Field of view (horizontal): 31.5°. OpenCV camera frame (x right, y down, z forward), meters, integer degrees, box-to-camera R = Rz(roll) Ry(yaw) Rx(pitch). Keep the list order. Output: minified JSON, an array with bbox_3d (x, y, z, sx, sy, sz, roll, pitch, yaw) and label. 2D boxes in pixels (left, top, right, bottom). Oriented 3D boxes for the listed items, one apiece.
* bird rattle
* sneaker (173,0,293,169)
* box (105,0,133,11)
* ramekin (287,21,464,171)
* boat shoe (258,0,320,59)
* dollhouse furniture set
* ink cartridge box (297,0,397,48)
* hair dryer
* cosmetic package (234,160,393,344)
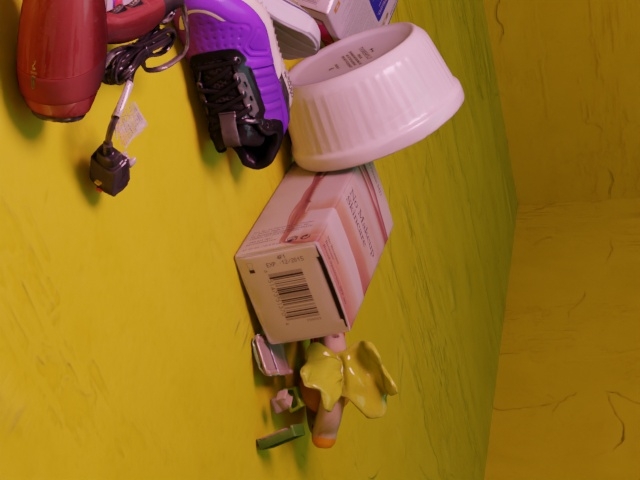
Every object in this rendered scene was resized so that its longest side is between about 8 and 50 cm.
[{"bbox_3d":[0.004,0.185,1.673,0.253,0.143,0.206,-117,-144,-57],"label":"bird rattle"},{"bbox_3d":[-0.104,-0.188,1.395,0.293,0.102,0.146,58,35,-57],"label":"sneaker"},{"bbox_3d":[-0.200,-0.324,1.165,0.145,0.038,0.186,-44,140,-66],"label":"box"},{"bbox_3d":[0.064,-0.220,1.679,0.127,0.273,0.273,65,26,-21],"label":"ramekin"},{"bbox_3d":[-0.079,-0.317,1.489,0.302,0.109,0.094,24,61,-67],"label":"boat shoe"},{"bbox_3d":[-0.072,0.206,1.564,0.076,0.059,0.151,10,59,-64],"label":"dollhouse furniture set"},{"bbox_3d":[0.052,-0.391,1.831,0.175,0.069,0.371,-68,165,-3],"label":"ink cartridge box"},{"bbox_3d":[-0.214,-0.201,1.077,0.293,0.080,0.223,80,25,-62],"label":"hair dryer"},{"bbox_3d":[0.000,0.000,1.621,0.296,0.129,0.153,-65,139,-56],"label":"cosmetic package"}]
